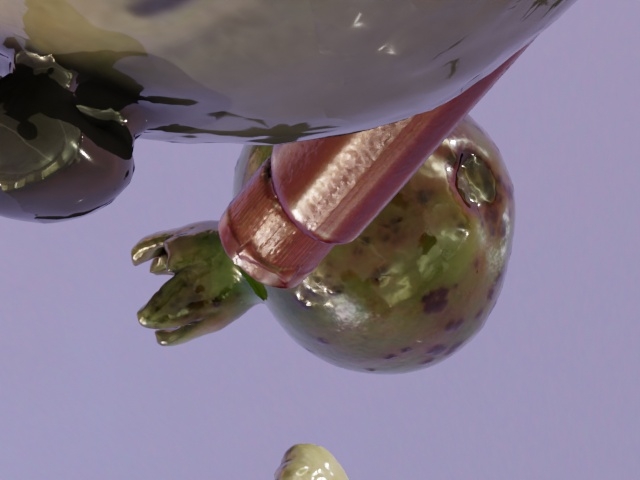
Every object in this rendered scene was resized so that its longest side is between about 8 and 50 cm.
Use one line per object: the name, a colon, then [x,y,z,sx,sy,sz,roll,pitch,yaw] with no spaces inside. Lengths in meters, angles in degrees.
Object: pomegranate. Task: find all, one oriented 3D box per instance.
pomegranate: [0.013,0.012,1.430,0.306,0.242,0.242,-43,-116,26]

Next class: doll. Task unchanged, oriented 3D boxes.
doll: [-0.048,-0.197,0.371,0.382,0.252,0.378,7,-83,-10]

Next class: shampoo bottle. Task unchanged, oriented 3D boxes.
shampoo bottle: [0.036,-0.075,0.926,0.064,0.260,0.102,27,-142,-19]

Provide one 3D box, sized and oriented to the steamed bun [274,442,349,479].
steamed bun: [-0.027,0.358,1.157,0.189,0.247,0.428,17,-140,16]
